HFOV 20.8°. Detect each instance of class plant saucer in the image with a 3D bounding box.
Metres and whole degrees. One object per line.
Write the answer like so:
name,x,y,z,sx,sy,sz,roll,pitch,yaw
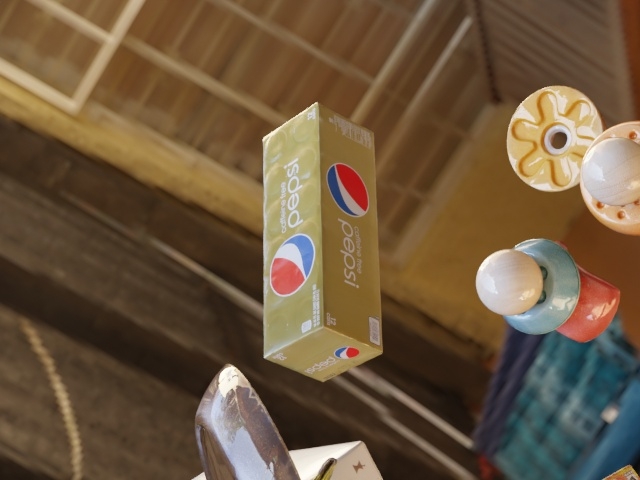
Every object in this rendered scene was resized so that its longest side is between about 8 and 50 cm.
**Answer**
plant saucer,-0.050,0.266,1.597,0.310,0.050,0.310,159,90,-78

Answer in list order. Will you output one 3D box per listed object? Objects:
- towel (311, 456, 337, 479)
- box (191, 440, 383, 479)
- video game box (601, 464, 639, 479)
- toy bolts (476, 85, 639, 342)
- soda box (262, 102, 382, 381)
towel,-0.010,0.203,1.340,0.009,0.060,0.083,31,151,8
box,-0.052,0.378,2.042,0.168,0.345,0.215,-30,-84,-33
video game box,0.279,0.314,1.583,0.205,0.048,0.187,-15,-113,-53
toy bolts,0.212,-0.030,1.586,0.218,0.228,0.158,36,-165,31
soda box,0.000,0.000,1.204,0.058,0.061,0.181,26,-130,-36
